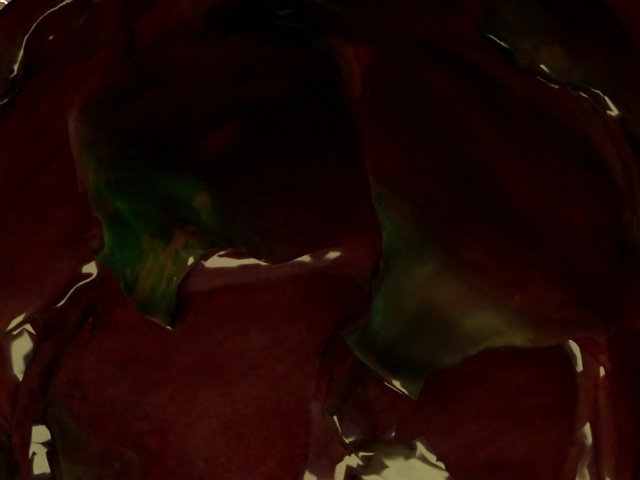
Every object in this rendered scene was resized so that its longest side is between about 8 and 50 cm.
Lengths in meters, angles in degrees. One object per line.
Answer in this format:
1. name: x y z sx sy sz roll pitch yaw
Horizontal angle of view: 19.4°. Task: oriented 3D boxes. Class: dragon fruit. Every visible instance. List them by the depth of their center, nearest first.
1. dragon fruit: 0.007 0.008 0.701 0.329 0.329 0.329 10 165 3
